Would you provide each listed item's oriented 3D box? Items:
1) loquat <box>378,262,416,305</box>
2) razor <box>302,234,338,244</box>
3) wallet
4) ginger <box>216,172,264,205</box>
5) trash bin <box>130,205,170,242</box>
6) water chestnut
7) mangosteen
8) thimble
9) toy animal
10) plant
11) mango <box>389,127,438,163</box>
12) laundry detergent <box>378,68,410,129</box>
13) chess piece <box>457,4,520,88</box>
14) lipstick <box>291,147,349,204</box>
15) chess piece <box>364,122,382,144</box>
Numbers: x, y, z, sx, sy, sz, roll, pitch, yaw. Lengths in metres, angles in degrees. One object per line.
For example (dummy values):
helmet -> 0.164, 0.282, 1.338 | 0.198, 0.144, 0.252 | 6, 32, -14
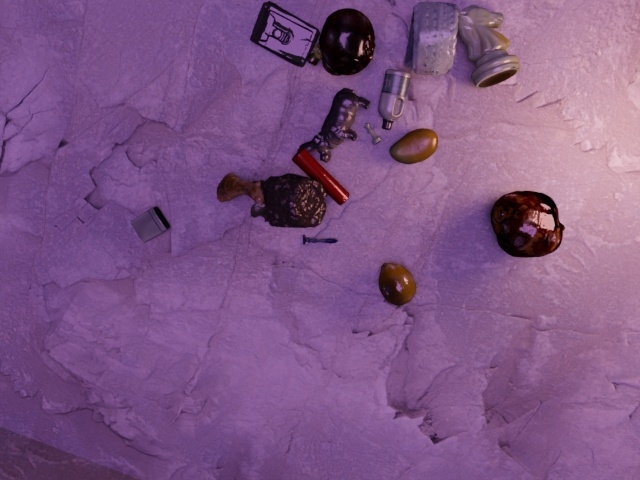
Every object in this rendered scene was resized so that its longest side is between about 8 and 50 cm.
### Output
loquat -> 0.317, 0.181, 1.909 | 0.152, 0.152, 0.195 | -35, 94, 12
razor -> -0.001, 0.001, 1.960 | 0.155, 0.028, 0.044 | 2, 102, 6
wallet -> -0.140, -0.810, 1.790 | 0.245, 0.052, 0.168 | 28, 107, -3
ginger -> -0.329, -0.199, 1.847 | 0.086, 0.295, 0.131 | 40, 75, -45
trash bin -> -0.748, -0.070, 2.004 | 0.130, 0.059, 0.116 | -29, 97, 12
water chestnut -> 0.798, -0.064, 1.748 | 0.244, 0.289, 0.289 | -32, 97, 6
mangosteen -> 0.065, -0.733, 1.709 | 0.289, 0.231, 0.231 | -1, 103, 30
thimble -> 0.404, -0.736, 1.668 | 0.172, 0.205, 0.249 | 4, 108, 6
toy animal -> 0.060, -0.438, 1.822 | 0.168, 0.106, 0.343 | 37, 106, -4
plant -> -0.145, -0.163, 1.855 | 0.313, 0.213, 0.215 | 8, 105, 45
mango -> 0.371, -0.372, 1.810 | 0.195, 0.092, 0.130 | -11, 102, 12
laundry detergent -> 0.283, -0.549, 1.790 | 0.099, 0.070, 0.225 | 10, 102, -3
chess piece -> 0.615, -0.736, 1.692 | 0.176, 0.176, 0.297 | -18, 87, 9
lipstick -> 0.005, -0.255, 1.847 | 0.073, 0.073, 0.280 | -43, 110, 12
chess piece -> 0.209, -0.436, 1.840 | 0.042, 0.042, 0.093 | -33, 92, 11
